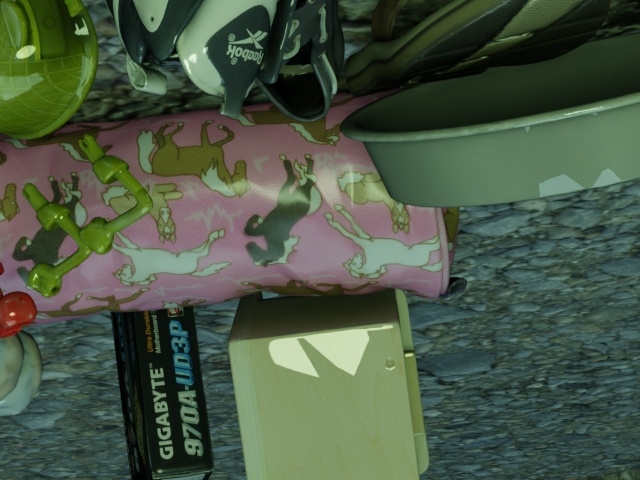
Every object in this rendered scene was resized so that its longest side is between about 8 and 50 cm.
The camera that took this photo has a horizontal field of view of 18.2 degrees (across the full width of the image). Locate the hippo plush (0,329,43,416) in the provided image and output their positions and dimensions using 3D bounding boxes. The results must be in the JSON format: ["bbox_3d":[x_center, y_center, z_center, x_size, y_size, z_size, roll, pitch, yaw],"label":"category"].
[{"bbox_3d":[-0.372,0.132,1.562,0.234,0.237,0.294,27,176,19],"label":"hippo plush"}]

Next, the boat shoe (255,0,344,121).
[{"bbox_3d":[-0.020,-0.131,1.223,0.075,0.065,0.206,-7,163,7],"label":"boat shoe"}]

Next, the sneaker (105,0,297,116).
[{"bbox_3d":[-0.027,-0.145,1.018,0.235,0.153,0.094,-17,162,34],"label":"sneaker"}]

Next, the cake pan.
[{"bbox_3d":[0.160,-0.079,1.248,0.293,0.054,0.293,-12,-170,2],"label":"cake pan"}]

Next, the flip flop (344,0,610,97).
[{"bbox_3d":[0.082,-0.141,1.222,0.112,0.080,0.277,-7,180,-16],"label":"flip flop"}]

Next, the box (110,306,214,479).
[{"bbox_3d":[-0.130,0.096,1.589,0.051,0.220,0.175,-5,164,-12],"label":"box"}]

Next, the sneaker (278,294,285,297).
[{"bbox_3d":[0.000,0.000,1.629,0.095,0.105,0.236,13,164,33],"label":"sneaker"}]

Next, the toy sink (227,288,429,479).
[{"bbox_3d":[0.011,0.119,1.492,0.131,0.153,0.234,-7,-173,1],"label":"toy sink"}]

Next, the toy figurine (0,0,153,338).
[{"bbox_3d":[-0.299,-0.015,1.220,0.217,0.191,0.362,-11,167,-42],"label":"toy figurine"}]

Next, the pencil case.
[{"bbox_3d":[-0.093,-0.016,1.434,0.386,0.167,0.160,-6,-152,1],"label":"pencil case"}]
